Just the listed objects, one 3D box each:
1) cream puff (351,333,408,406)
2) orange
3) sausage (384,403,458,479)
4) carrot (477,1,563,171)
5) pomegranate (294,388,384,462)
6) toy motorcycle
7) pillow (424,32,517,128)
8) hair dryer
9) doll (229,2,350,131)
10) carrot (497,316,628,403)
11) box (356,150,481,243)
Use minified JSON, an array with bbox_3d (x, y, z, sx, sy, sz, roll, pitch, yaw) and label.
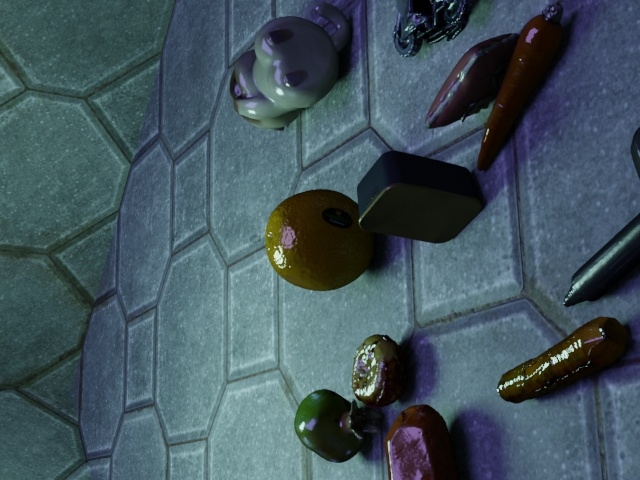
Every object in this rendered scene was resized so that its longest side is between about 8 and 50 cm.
[{"bbox_3d":[0.122,0.256,1.922,0.149,0.084,0.149,-34,50,53],"label":"cream puff"},{"bbox_3d":[0.000,0.000,2.060,0.236,0.236,0.236,-23,64,59],"label":"orange"},{"bbox_3d":[0.181,0.416,1.724,0.133,0.133,0.258,-36,53,55],"label":"sausage"},{"bbox_3d":[0.329,-0.255,1.666,0.069,0.069,0.336,-114,36,-44],"label":"carrot"},{"bbox_3d":[0.038,0.371,1.995,0.191,0.152,0.131,-35,24,51],"label":"pomegranate"},{"bbox_3d":[0.212,-0.459,1.895,0.270,0.106,0.159,157,110,-64],"label":"toy motorcycle"},{"bbox_3d":[0.270,-0.271,1.704,0.075,0.171,0.179,44,129,15],"label":"pillow"},{"bbox_3d":[0.433,-0.010,1.385,0.352,0.107,0.189,125,144,-51],"label":"hair dryer"},{"bbox_3d":[-0.093,-0.393,2.346,0.215,0.226,0.370,58,142,-1],"label":"doll"},{"bbox_3d":[0.363,0.187,1.495,0.260,0.070,0.070,-43,47,52],"label":"carrot"},{"bbox_3d":[0.174,-0.079,1.776,0.144,0.201,0.090,127,144,-46],"label":"box"}]
